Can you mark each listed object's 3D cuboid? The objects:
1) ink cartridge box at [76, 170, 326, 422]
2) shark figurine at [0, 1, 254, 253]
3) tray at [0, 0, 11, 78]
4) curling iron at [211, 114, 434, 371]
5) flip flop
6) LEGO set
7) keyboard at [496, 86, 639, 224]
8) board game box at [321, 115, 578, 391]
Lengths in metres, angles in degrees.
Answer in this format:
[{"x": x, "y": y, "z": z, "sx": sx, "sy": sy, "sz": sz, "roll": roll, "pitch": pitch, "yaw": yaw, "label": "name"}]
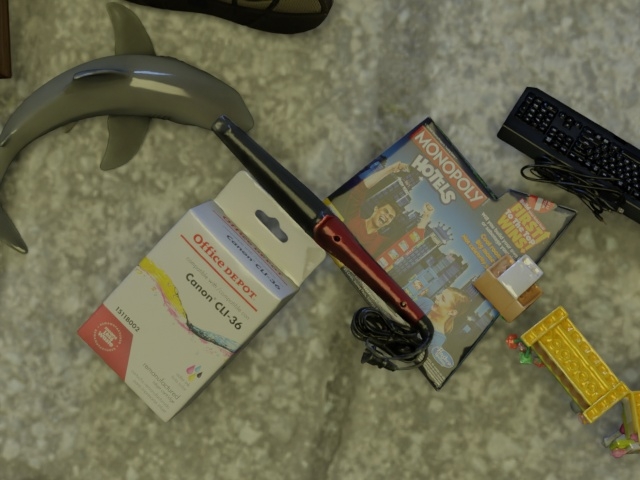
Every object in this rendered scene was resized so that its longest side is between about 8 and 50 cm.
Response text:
[{"x": -0.102, "y": 0.046, "z": 1.721, "sx": 0.115, "sy": 0.067, "sz": 0.198, "roll": 44, "pitch": 107, "yaw": 4, "label": "ink cartridge box"}, {"x": -0.219, "y": -0.111, "z": 1.737, "sx": 0.278, "sy": 0.116, "sz": 0.166, "roll": -28, "pitch": 86, "yaw": 0, "label": "shark figurine"}, {"x": -0.389, "y": -0.347, "z": 1.772, "sx": 0.202, "sy": 0.076, "sz": 0.411, "roll": -2, "pitch": 89, "yaw": 3, "label": "tray"}, {"x": 0.000, "y": 0.000, "z": 1.690, "sx": 0.068, "sy": 0.035, "sz": 0.274, "roll": -36, "pitch": 87, "yaw": -33, "label": "curling iron"}, {"x": -0.117, "y": -0.260, "z": 1.746, "sx": 0.277, "sy": 0.112, "sz": 0.080, "roll": 15, "pitch": 63, "yaw": 6, "label": "flip flop"}, {"x": 0.250, "y": 0.119, "z": 1.700, "sx": 0.287, "sy": 0.107, "sz": 0.132, "roll": 18, "pitch": 70, "yaw": -5, "label": "LEGO set"}, {"x": 0.249, "y": -0.066, "z": 1.722, "sx": 0.192, "sy": 0.038, "sz": 0.100, "roll": 31, "pitch": 52, "yaw": 4, "label": "keyboard"}, {"x": 0.118, "y": -0.002, "z": 1.740, "sx": 0.194, "sy": 0.060, "sz": 0.194, "roll": -38, "pitch": 87, "yaw": 0, "label": "board game box"}]
